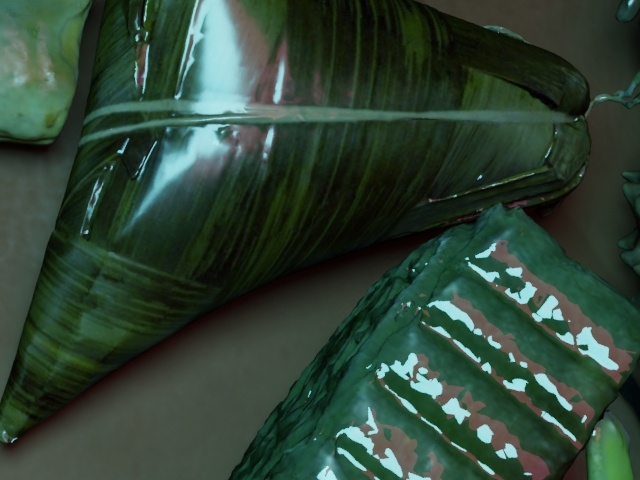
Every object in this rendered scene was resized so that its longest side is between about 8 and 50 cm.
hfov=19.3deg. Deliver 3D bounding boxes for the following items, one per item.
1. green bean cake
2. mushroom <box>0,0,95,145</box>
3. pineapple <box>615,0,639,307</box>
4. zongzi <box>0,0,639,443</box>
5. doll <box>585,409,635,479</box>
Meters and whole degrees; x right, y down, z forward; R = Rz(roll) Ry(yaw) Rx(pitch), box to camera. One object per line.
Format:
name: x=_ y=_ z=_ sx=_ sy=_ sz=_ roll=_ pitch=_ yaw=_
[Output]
green bean cake: x=0.031 y=0.084 z=0.762 sx=0.094 sy=0.181 sz=0.173 roll=40 pitch=67 yaw=-2
mushroom: x=-0.247 y=-0.120 z=0.784 sx=0.312 sy=0.081 sz=0.100 roll=17 pitch=68 yaw=-19
pineapple: x=0.214 y=-0.048 z=0.899 sx=0.175 sy=0.175 sz=0.361 roll=6 pitch=56 yaw=-19
zongzi: x=0.000 y=0.000 z=0.833 sx=0.248 sy=0.111 sz=0.241 roll=17 pitch=85 yaw=-19
doll: x=0.117 y=0.216 z=0.745 sx=0.213 sy=0.213 sz=0.236 roll=34 pitch=58 yaw=-7
